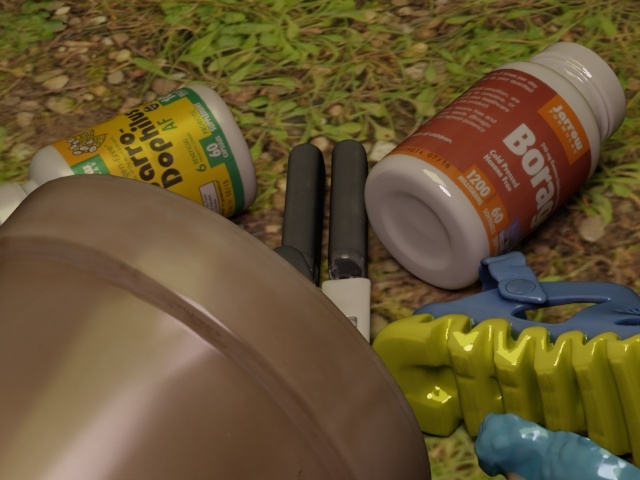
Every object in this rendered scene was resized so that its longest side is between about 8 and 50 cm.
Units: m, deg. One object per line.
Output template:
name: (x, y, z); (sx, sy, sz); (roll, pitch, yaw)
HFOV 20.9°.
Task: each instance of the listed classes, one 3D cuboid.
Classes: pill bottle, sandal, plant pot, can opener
pill bottle: (-0.167, -0.040, 1.433); (0.208, 0.118, 0.117); (-25, 41, -16)
sandal: (0.199, 0.076, 1.209); (0.317, 0.126, 0.138); (12, 41, 24)
plant pot: (-0.140, 0.172, 1.025); (0.323, 0.323, 0.280); (17, 51, 30)
can opener: (0.000, 0.000, 1.362); (0.076, 0.095, 0.283); (-5, 40, 6)
pill bottle: (0.146, -0.067, 1.388); (0.121, 0.121, 0.216); (25, 52, 36)

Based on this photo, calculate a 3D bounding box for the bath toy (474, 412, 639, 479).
bath toy: (0.067, 0.258, 0.972); (0.129, 0.151, 0.348); (31, 59, 6)
